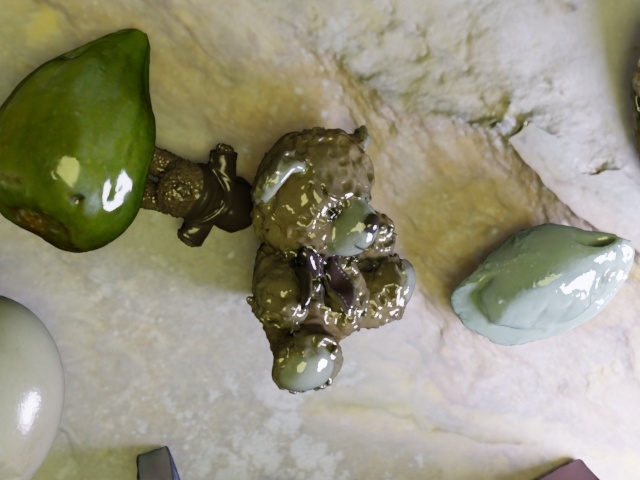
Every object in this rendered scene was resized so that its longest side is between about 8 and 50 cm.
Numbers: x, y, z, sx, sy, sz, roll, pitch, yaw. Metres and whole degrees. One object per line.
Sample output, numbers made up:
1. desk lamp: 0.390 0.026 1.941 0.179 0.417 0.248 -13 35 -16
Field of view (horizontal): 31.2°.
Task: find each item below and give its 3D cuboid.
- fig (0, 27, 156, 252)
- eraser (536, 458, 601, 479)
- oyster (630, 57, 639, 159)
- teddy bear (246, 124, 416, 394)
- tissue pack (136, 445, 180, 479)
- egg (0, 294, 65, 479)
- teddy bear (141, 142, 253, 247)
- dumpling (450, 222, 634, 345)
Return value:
1. fig: -0.242 -0.106 1.144 0.167 0.167 0.233 19 98 -18
2. eraser: 0.222 0.432 1.358 0.359 0.272 0.122 -25 108 -7
3. oyster: 0.463 -0.130 1.341 0.271 0.100 0.275 5 101 -30
4. teddy bear: 0.000 0.000 1.230 0.156 0.267 0.256 19 118 25
5. tissue pack: -0.169 0.331 1.316 0.051 0.112 0.156 -17 109 -7
6. egg: -0.378 0.175 1.165 0.219 0.219 0.269 27 100 -19
7. teddy bear: -0.140 -0.053 1.229 0.160 0.078 0.119 18 98 -16
8. dumpling: 0.259 0.044 1.350 0.219 0.152 0.108 -12 65 5
